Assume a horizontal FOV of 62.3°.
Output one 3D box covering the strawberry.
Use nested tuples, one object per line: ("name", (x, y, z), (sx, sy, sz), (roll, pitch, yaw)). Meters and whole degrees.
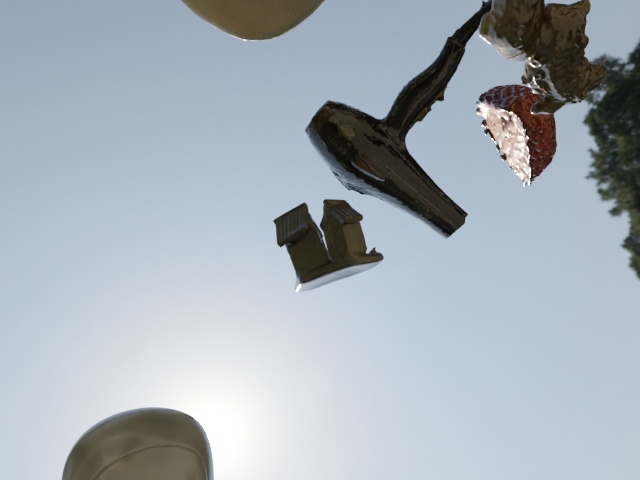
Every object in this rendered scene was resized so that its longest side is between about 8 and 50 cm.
("strawberry", (0.494, -0.299, 1.288), (0.150, 0.253, 0.280), (-29, -33, 7))

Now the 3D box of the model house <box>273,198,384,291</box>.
("model house", (-0.001, 0.006, 1.125), (0.122, 0.229, 0.188), (-23, -90, -62))

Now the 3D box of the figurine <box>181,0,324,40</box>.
("figurine", (-0.095, -0.234, 0.303), (0.185, 0.332, 0.205), (-11, -78, 14))

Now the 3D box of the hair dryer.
("hair dryer", (0.177, -0.191, 0.797), (0.303, 0.120, 0.359), (35, -64, -7))

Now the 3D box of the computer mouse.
("computer mouse", (-0.205, 0.341, 0.606), (0.184, 0.121, 0.297), (5, -83, -37))

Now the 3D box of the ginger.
("ginger", (0.267, -0.257, 0.643), (0.290, 0.122, 0.084), (31, -143, -42))
